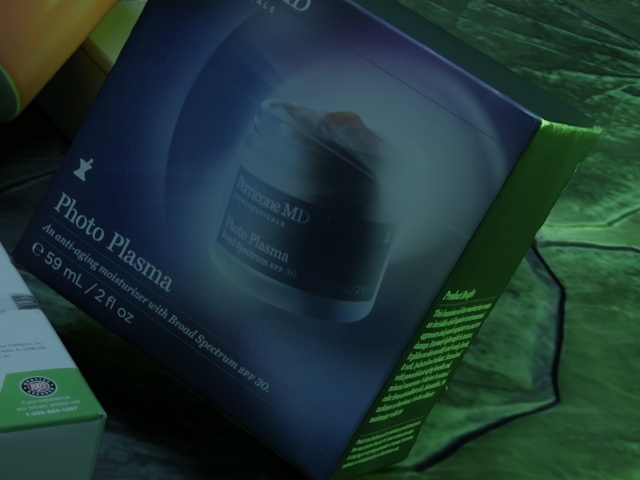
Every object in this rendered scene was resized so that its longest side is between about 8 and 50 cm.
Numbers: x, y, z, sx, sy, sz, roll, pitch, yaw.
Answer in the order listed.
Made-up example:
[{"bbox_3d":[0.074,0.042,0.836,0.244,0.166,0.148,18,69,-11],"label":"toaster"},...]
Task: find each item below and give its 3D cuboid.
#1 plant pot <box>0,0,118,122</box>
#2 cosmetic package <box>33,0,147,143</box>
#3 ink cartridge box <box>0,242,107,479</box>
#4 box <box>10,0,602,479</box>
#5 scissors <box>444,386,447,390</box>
[{"bbox_3d":[-0.277,-0.246,1.483,0.275,0.275,0.243,22,67,10],"label":"plant pot"},{"bbox_3d":[-0.112,-0.100,1.583,0.160,0.113,0.309,-10,39,-36],"label":"cosmetic package"},{"bbox_3d":[-0.265,0.093,1.225,0.160,0.093,0.219,-5,36,-30],"label":"ink cartridge box"},{"bbox_3d":[-0.012,-0.035,1.284,0.296,0.294,0.182,33,12,18],"label":"box"},{"bbox_3d":[0.000,0.000,1.429,0.109,0.021,0.297,-18,80,-38],"label":"scissors"}]
